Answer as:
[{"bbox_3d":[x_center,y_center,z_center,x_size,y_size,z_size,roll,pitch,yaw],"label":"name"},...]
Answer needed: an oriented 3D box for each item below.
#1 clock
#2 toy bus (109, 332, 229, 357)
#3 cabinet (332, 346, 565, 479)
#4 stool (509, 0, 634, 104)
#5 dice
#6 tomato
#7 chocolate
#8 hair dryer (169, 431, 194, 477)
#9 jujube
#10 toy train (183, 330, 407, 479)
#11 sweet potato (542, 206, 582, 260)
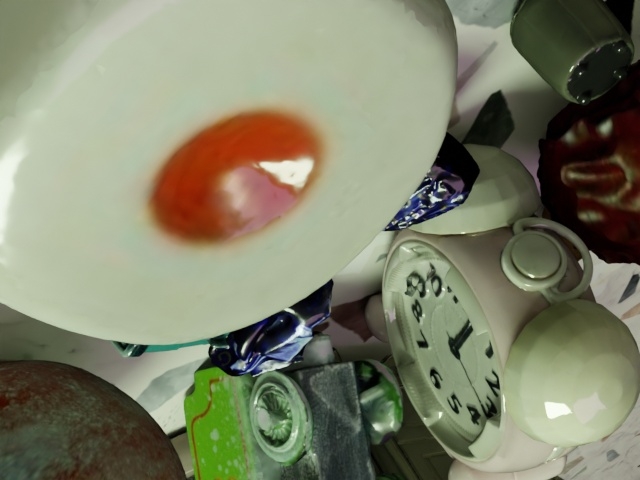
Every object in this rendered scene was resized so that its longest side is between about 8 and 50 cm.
[{"bbox_3d":[0.189,0.096,1.279,0.184,0.342,0.326,-24,154,-19],"label":"clock"},{"bbox_3d":[-0.096,-0.023,1.041,0.147,0.128,0.256,3,131,-47],"label":"toy bus"},{"bbox_3d":[0.122,0.308,1.519,0.290,0.318,0.227,1,136,-43],"label":"cabinet"},{"bbox_3d":[0.242,-0.192,1.136,0.096,0.110,0.096,-20,146,-14],"label":"stool"},{"bbox_3d":[-0.114,-0.136,0.694,0.277,0.304,0.304,-47,147,19],"label":"dice"},{"bbox_3d":[-0.275,0.266,1.092,0.316,0.317,0.282,-39,-179,9],"label":"tomato"},{"bbox_3d":[-0.003,0.004,1.188,0.148,0.126,0.343,39,112,-17],"label":"chocolate"},{"bbox_3d":[-0.207,0.327,1.490,0.195,0.053,0.220,-23,148,-19],"label":"hair dryer"},{"bbox_3d":[0.371,-0.088,1.183,0.258,0.258,0.376,-21,174,-20],"label":"jujube"},{"bbox_3d":[-0.025,0.259,1.336,0.173,0.307,0.249,-6,174,-41],"label":"toy train"},{"bbox_3d":[0.308,-0.033,1.456,0.075,0.075,0.269,-29,145,-8],"label":"sweet potato"}]
